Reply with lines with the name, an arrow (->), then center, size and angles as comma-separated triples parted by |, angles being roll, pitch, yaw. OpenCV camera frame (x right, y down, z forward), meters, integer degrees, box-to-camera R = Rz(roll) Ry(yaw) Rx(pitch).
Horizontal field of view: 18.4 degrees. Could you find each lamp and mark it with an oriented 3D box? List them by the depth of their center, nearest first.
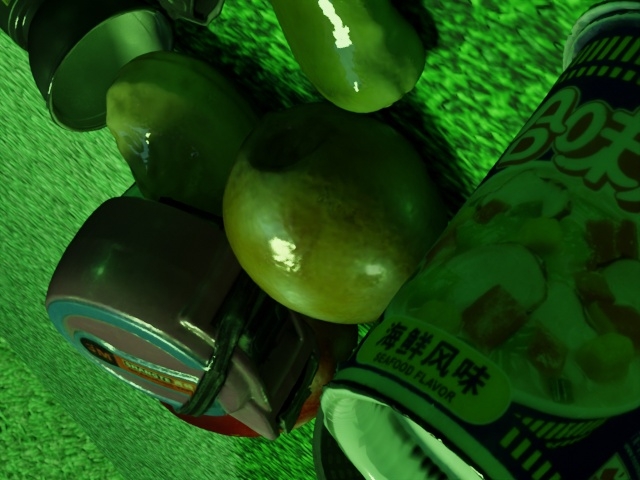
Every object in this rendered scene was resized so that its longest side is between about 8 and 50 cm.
lamp -> -0.263, -0.227, 1.915 | 0.227, 0.147, 0.172 | 45, -173, 28

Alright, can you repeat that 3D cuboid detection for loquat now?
loquat -> 0.014, -0.019, 1.679 | 0.179, 0.179, 0.227 | 30, 165, 39

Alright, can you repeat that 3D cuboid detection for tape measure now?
tape measure -> -0.128, 0.066, 1.821 | 0.231, 0.149, 0.245 | 23, 159, 19

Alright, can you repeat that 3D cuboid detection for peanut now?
peanut -> -0.079, -0.049, 1.877 | 0.319, 0.147, 0.147 | 45, 162, -11

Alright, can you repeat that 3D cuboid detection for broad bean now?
broad bean -> 0.015, -0.175, 1.496 | 0.124, 0.082, 0.174 | 10, 132, 60

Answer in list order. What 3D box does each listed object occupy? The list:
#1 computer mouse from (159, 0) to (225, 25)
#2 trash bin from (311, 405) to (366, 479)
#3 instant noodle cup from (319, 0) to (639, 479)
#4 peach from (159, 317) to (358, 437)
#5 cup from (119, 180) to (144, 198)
computer mouse -> -0.122, -0.247, 1.648 | 0.106, 0.062, 0.192 | 39, 167, 14
trash bin -> 0.108, 0.200, 1.945 | 0.175, 0.175, 0.161 | 30, -165, 38
instant noodle cup -> 0.170, 0.052, 1.264 | 0.284, 0.312, 0.284 | 39, 161, 16
peach -> -0.079, 0.091, 2.055 | 0.243, 0.243, 0.199 | 44, 144, 2
cup -> -0.149, 0.040, 2.257 | 0.134, 0.148, 0.235 | -4, 132, 23
